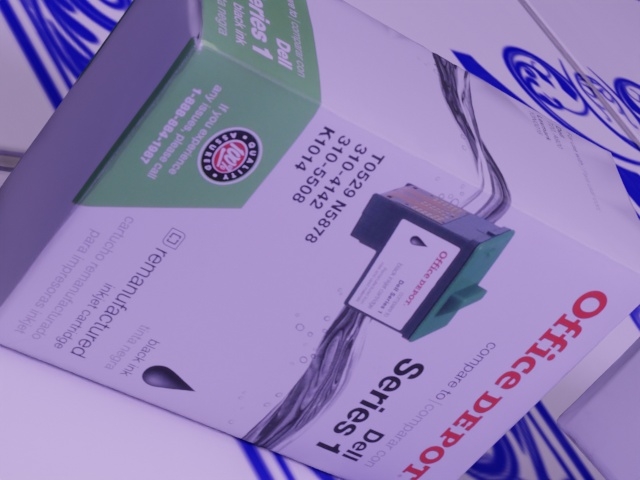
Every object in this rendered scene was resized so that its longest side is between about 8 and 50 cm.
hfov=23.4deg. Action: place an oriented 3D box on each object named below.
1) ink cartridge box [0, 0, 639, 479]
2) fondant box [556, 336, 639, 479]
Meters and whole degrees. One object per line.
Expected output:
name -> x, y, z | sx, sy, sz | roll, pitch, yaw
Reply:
ink cartridge box -> 0.000, 0.000, 0.621 | 0.219, 0.160, 0.092 | 25, 32, -26
fondant box -> 0.272, 0.164, 0.669 | 0.330, 0.096, 0.238 | 32, 13, -50
